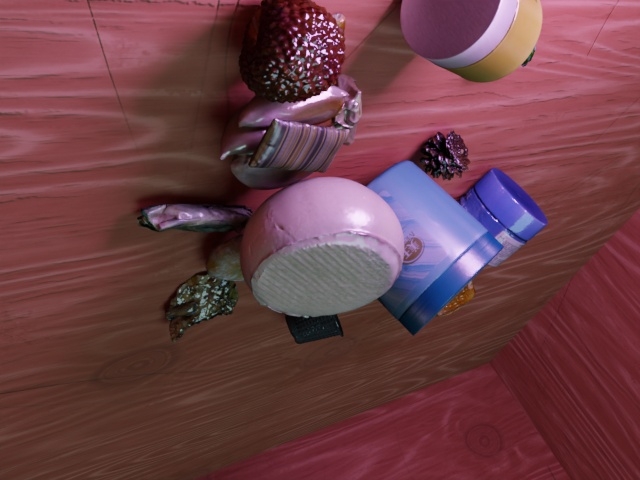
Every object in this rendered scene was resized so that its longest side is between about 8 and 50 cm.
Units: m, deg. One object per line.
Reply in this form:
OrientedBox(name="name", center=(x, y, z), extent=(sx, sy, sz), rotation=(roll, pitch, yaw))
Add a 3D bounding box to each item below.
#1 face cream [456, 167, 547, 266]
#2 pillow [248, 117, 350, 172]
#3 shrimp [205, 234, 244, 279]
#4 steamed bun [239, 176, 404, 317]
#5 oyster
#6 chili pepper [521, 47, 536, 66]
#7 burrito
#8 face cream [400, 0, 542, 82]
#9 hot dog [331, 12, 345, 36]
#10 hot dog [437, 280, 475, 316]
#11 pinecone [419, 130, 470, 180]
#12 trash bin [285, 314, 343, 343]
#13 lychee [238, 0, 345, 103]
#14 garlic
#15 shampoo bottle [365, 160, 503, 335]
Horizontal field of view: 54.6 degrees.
OrientedBox(name="face cream", center=(0.555, -0.069, 1.975), extent=(0.225, 0.249, 0.249), rotation=(-47, 147, 23))
OrientedBox(name="pillow", center=(-0.038, -0.181, 1.195), extent=(0.203, 0.038, 0.113), rotation=(-1, 135, -46))
OrientedBox(name="shrimp", center=(-0.131, 0.068, 1.663), extent=(0.221, 0.110, 0.445), rotation=(-31, 155, 23))
OrientedBox(name="steamed bun", center=(0.000, 0.000, 1.393), extent=(0.373, 0.242, 0.375), rotation=(-7, 149, -4))
OrientedBox(name="oyster", center=(-0.319, 0.173, 1.697), extent=(0.214, 0.083, 0.223), rotation=(-19, 142, -26))
OrientedBox(name="chili pepper", center=(0.426, -0.488, 1.379), extent=(0.136, 0.099, 0.270), rotation=(-7, 157, 6))
OrientedBox(name="burrito", center=(-0.266, -0.049, 1.405), extent=(0.096, 0.066, 0.309), rotation=(-15, 169, 42))
OrientedBox(name="face cream", center=(0.294, -0.434, 1.204), extent=(0.179, 0.218, 0.218), rotation=(5, 135, -48))
OrientedBox(name="hot dog", center=(0.027, -0.383, 1.226), extent=(0.043, 0.028, 0.137), rotation=(-14, 148, -16))
OrientedBox(name="hot dog", center=(0.371, 0.082, 2.060), extent=(0.185, 0.223, 0.405), rotation=(-33, 143, 0))
OrientedBox(name="pinecone", center=(0.330, -0.224, 1.657), extent=(0.120, 0.140, 0.140), rotation=(-18, 160, 32))
OrientedBox(name="trash bin", center=(-0.025, 0.261, 2.034), extent=(0.160, 0.176, 0.175), rotation=(-22, 151, 4))
OrientedBox(name="lychee", center=(-0.045, -0.327, 1.079), extent=(0.188, 0.188, 0.188), rotation=(-23, 150, -15))
OrientedBox(name="garlic", center=(-0.069, -0.218, 1.275), extent=(0.324, 0.132, 0.279), rotation=(-20, 149, -17))
OrientedBox(name="shampoo bottle", center=(0.242, 0.014, 1.634), extent=(0.331, 0.343, 0.331), rotation=(-41, 166, -12))
